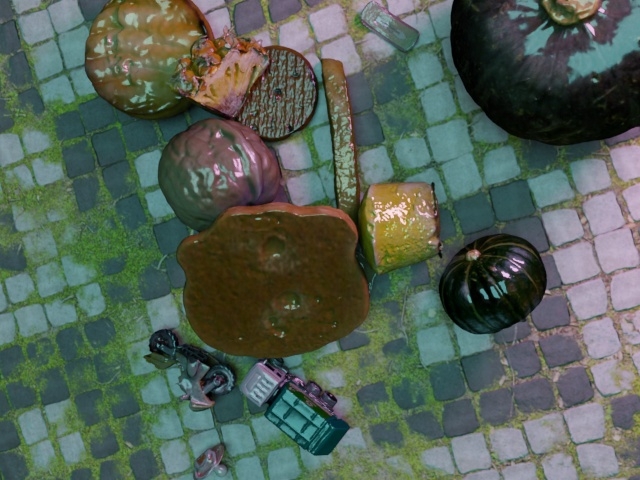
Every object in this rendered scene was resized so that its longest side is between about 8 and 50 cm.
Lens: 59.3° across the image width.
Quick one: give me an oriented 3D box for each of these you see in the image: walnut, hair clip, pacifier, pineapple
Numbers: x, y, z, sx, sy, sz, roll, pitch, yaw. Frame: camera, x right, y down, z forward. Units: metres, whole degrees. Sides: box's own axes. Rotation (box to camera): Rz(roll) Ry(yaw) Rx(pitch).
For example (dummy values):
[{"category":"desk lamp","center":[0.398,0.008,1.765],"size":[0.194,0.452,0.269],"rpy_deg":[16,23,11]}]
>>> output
[{"category":"walnut","center":[-0.213,-0.138,1.177],"size":[0.248,0.248,0.248],"rpy_deg":[0,92,9]},{"category":"hair clip","center":[0.150,-0.462,1.215],"size":[0.137,0.022,0.054],"rpy_deg":[36,98,6]},{"category":"pacifier","center":[-0.247,0.522,1.295],"size":[0.099,0.081,0.078],"rpy_deg":[-41,114,8]},{"category":"pineapple","center":[-0.216,-0.342,1.185],"size":[0.114,0.186,0.236],"rpy_deg":[31,58,27]}]

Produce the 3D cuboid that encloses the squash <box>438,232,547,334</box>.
[{"category":"squash","center":[0.340,0.087,1.116],"size":[0.218,0.218,0.172],"rpy_deg":[-25,121,9]}]

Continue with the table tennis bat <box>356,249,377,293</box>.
[{"category":"table tennis bat","center":[0.080,0.072,1.249],"size":[0.234,0.022,0.131],"rpy_deg":[-20,88,10]}]

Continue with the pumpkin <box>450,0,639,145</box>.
[{"category":"pumpkin","center":[0.463,-0.392,1.010],"size":[0.455,0.344,0.454],"rpy_deg":[2,95,25]}]

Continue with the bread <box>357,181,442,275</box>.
[{"category":"bread","center":[0.156,-0.029,1.146],"size":[0.171,0.197,0.197],"rpy_deg":[-8,91,3]}]

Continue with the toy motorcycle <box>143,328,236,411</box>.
[{"category":"toy motorcycle","center":[-0.307,0.302,1.280],"size":[0.229,0.094,0.129],"rpy_deg":[28,98,12]}]

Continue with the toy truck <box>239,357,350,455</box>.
[{"category":"toy truck","center":[-0.057,0.361,1.232],"size":[0.253,0.124,0.114],"rpy_deg":[37,95,4]}]

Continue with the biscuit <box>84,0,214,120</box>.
[{"category":"biscuit","center":[-0.375,-0.416,1.258],"size":[0.296,0.102,0.296],"rpy_deg":[0,90,8]}]

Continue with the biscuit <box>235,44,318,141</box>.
[{"category":"biscuit","center":[-0.105,-0.327,1.252],"size":[0.212,0.036,0.212],"rpy_deg":[0,90,10]}]

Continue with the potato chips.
[{"category":"potato chips","center":[0.048,-0.202,1.216],"size":[0.057,0.080,0.406],"rpy_deg":[-6,92,-2]}]

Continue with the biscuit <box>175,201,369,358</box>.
[{"category":"biscuit","center":[-0.097,0.089,1.151],"size":[0.385,0.062,0.365],"rpy_deg":[-7,120,5]}]
